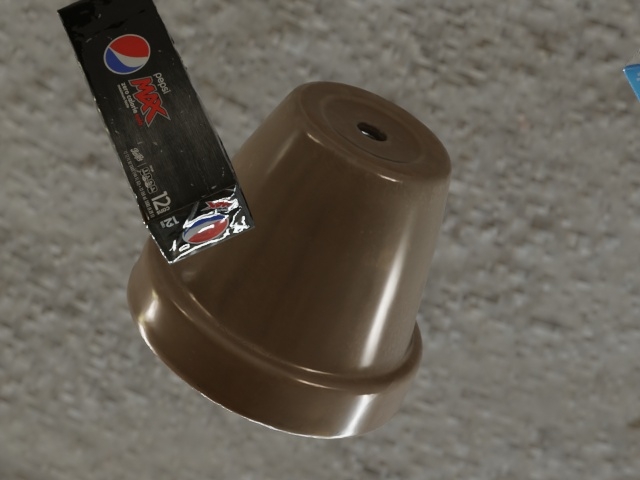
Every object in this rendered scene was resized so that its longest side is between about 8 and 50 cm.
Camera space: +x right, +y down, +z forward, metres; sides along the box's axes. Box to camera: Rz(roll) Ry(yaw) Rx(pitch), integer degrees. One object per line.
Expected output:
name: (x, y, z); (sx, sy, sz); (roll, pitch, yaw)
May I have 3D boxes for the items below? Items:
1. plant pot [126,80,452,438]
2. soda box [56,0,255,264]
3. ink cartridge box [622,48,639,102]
plant pot: (0.000, 0.000, 1.508); (0.263, 0.263, 0.229); (26, 117, -6)
soda box: (-0.098, -0.073, 1.056); (0.060, 0.169, 0.053); (-24, 151, -3)
ink cartridge box: (0.400, -0.110, 1.682); (0.148, 0.086, 0.203); (-4, 126, 49)
